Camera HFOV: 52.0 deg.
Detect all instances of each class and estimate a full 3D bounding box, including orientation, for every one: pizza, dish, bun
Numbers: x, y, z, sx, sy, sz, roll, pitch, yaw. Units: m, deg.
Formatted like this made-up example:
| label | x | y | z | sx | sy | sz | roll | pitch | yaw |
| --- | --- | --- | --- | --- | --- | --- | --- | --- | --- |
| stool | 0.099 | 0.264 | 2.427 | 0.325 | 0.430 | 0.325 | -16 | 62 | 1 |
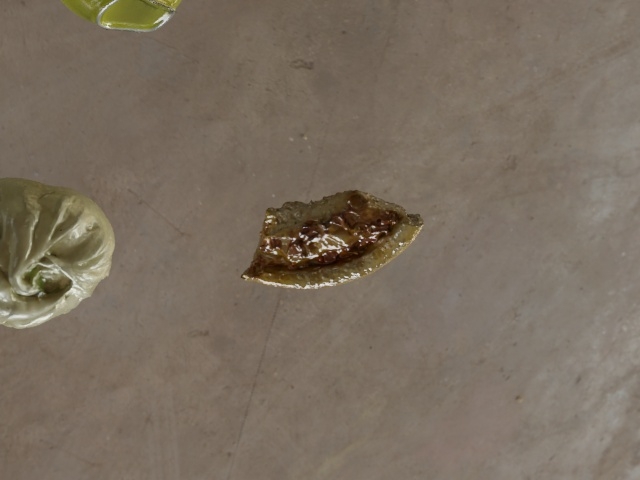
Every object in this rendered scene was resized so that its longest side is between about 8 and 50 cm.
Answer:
| label | x | y | z | sx | sy | sz | roll | pitch | yaw |
| --- | --- | --- | --- | --- | --- | --- | --- | --- | --- |
| pizza | 0.006 | 0.004 | 0.875 | 0.271 | 0.056 | 0.134 | -7 | 127 | 17 |
| dish | -0.342 | -0.447 | 1.180 | 0.221 | 0.108 | 0.262 | -24 | 171 | 33 |
| bun | -0.443 | 0.024 | 0.990 | 0.260 | 0.160 | 0.259 | -9 | 118 | -17 |
